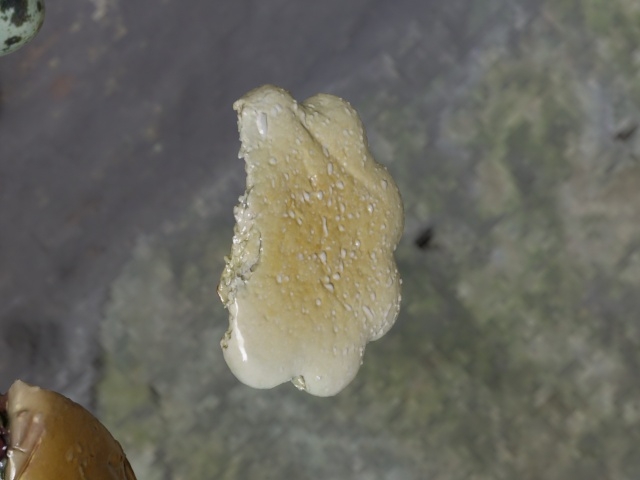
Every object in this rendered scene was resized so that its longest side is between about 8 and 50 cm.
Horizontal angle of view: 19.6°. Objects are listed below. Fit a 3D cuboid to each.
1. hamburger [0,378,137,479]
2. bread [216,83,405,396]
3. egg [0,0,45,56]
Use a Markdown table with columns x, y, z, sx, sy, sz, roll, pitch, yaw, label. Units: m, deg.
| x | y | z | sx | sy | sz | roll | pitch | yaw | label |
| --- | --- | --- | --- | --- | --- | --- | --- | --- | --- |
| -0.249 | 0.268 | 1.700 | 0.155 | 0.245 | 0.282 | -16 | 153 | 15 | hamburger |
| 0.000 | 0.000 | 1.490 | 0.182 | 0.250 | 0.039 | 11 | 166 | -35 | bread |
| -0.422 | -0.283 | 2.091 | 0.177 | 0.228 | 0.177 | -158 | -90 | -90 | egg |
